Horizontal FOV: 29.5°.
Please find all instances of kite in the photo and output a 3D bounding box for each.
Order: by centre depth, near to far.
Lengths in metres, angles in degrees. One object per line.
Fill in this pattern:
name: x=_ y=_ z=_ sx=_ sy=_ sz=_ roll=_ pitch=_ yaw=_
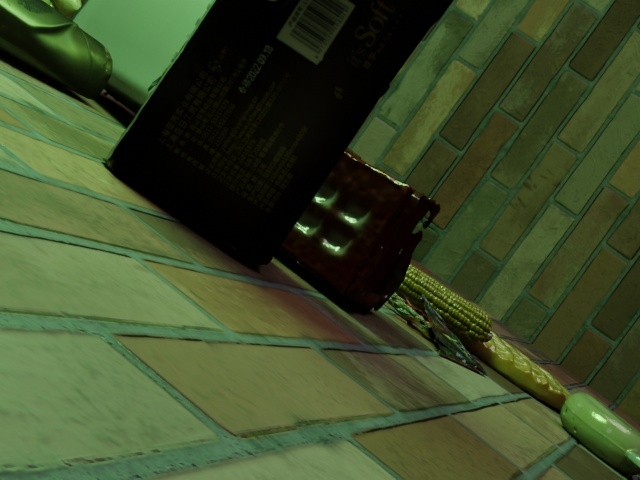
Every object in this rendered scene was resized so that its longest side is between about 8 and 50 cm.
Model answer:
kite: x=0.173 y=0.132 z=1.694 sx=0.189 sy=0.009 sz=0.232 roll=43 pitch=10 yaw=-16

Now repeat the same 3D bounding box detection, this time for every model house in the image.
model house: x=-0.002 y=-0.047 z=1.467 sx=0.254 sy=0.160 sz=0.196 roll=35 pitch=5 yaw=13

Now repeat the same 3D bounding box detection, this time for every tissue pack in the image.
tissue pack: x=-0.036 y=-0.181 z=1.234 sx=0.210 sy=0.370 sz=0.198 roll=36 pitch=3 yaw=-2

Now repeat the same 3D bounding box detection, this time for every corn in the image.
corn: x=0.180 y=0.101 z=1.882 sx=0.207 sy=0.068 sz=0.068 roll=32 pitch=5 yaw=-13

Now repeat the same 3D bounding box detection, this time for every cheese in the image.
cheese: x=0.433 y=0.297 z=1.740 sx=0.137 sy=0.064 sz=0.227 roll=31 pitch=7 yaw=-29

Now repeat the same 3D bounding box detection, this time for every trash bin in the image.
trash bin: x=-0.187 y=-0.255 z=1.707 sx=0.368 sy=0.255 sz=0.296 roll=31 pitch=-6 yaw=38

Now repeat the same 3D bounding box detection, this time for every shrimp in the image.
shrimp: x=0.122 y=0.102 z=1.701 sx=0.114 sy=0.023 sz=0.083 roll=42 pitch=8 yaw=9

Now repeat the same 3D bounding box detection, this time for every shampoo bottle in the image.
shampoo bottle: x=-0.374 y=-0.267 z=1.457 sx=0.125 sy=0.084 sz=0.350 roll=43 pitch=7 yaw=29

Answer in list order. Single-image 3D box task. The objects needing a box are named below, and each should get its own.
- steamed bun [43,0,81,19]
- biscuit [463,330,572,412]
steamed bun: x=-0.464 y=-0.421 z=1.943 sx=0.192 sy=0.177 sz=0.106 roll=36 pitch=25 yaw=23
biscuit: x=0.333 y=0.213 z=2.026 sx=0.309 sy=0.040 sz=0.204 roll=32 pitch=5 yaw=-35
